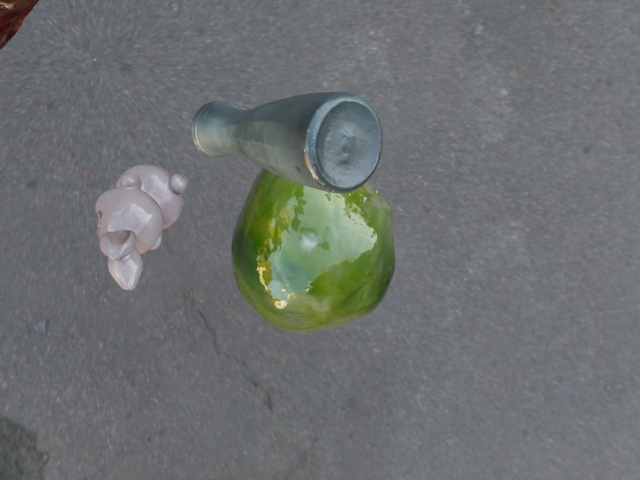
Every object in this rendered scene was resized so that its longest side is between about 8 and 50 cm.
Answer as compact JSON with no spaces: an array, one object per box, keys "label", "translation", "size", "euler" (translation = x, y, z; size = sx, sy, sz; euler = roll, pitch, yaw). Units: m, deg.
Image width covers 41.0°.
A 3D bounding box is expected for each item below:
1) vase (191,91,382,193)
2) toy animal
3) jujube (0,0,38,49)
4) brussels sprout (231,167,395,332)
[{"label":"vase","translation":[-0.043,-0.097,0.800],"size":[0.086,0.214,0.086],"euler":[-9,105,-38]},{"label":"toy animal","translation":[-0.274,-0.026,1.205],"size":[0.124,0.212,0.124],"euler":[9,124,14]},{"label":"jujube","translation":[-0.300,-0.283,0.752],"size":[0.190,0.190,0.255],"euler":[20,116,-18]},{"label":"brussels sprout","translation":[0.000,0.000,1.388],"size":[0.268,0.344,0.344],"euler":[17,98,14]}]
